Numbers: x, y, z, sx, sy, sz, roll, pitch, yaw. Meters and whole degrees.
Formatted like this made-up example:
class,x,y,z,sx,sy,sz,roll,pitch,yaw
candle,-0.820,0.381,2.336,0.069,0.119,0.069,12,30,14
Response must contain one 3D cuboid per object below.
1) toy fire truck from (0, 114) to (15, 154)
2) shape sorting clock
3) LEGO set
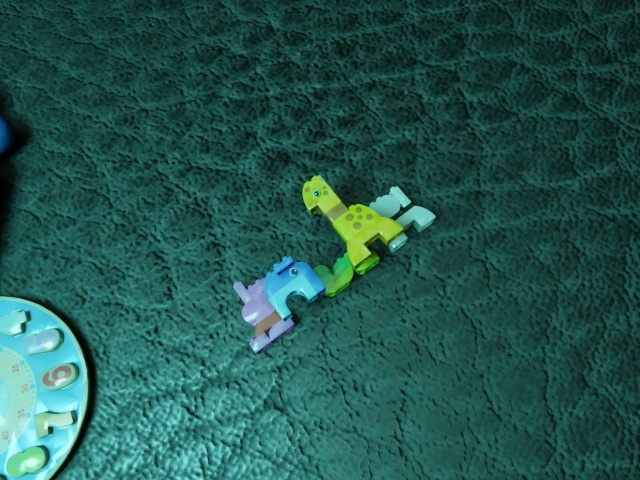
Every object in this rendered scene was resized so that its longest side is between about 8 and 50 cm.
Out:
class,x,y,z,sx,sy,sz,roll,pitch,yaw
toy fire truck,-0.468,-0.079,0.494,0.254,0.169,0.302,11,64,-20
shape sorting clock,-0.327,0.155,0.468,0.206,0.040,0.206,-1,73,3
LEGO set,0.000,0.000,0.476,0.227,0.087,0.093,-36,75,-9
